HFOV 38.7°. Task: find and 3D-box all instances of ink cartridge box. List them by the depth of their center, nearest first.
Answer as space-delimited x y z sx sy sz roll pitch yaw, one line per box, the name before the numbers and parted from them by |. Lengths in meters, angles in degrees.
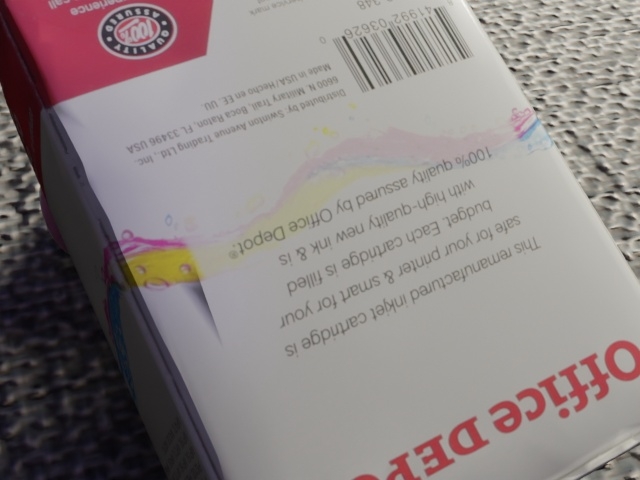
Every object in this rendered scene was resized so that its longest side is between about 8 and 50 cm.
ink cartridge box | 0.000 0.000 0.456 0.226 0.131 0.306 -21 76 -22

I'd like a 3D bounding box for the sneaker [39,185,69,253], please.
sneaker | -0.061 -0.046 0.613 0.236 0.095 0.104 1 33 -3
